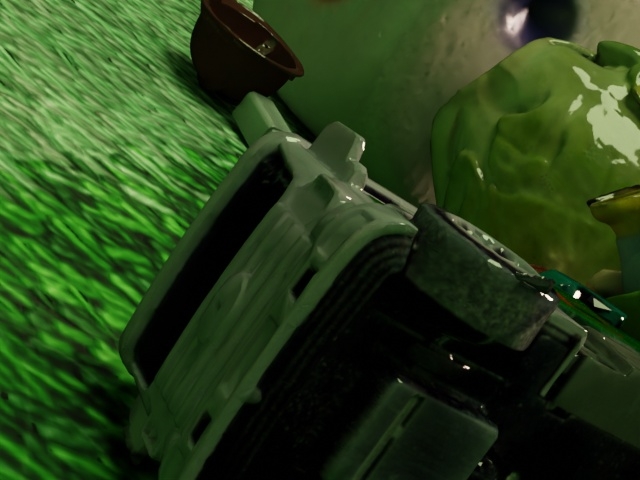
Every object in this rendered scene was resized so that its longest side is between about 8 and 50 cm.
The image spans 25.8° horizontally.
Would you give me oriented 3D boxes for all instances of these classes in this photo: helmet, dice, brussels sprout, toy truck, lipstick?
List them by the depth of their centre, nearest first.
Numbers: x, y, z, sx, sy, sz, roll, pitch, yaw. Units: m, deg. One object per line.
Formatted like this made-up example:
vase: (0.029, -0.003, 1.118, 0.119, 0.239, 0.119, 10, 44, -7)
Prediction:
toy truck: (0.088, 0.091, 0.588, 0.363, 0.176, 0.178, 28, 11, -36)
lipstick: (-0.029, -0.060, 0.971, 0.025, 0.025, 0.107, 22, 30, -45)
brussels sprout: (0.195, -0.026, 1.012, 0.244, 0.244, 0.244, 35, 16, -12)
helmet: (-0.065, -0.133, 1.031, 0.089, 0.057, 0.111, 25, 21, -31)
dice: (0.134, -0.181, 1.214, 0.304, 0.277, 0.304, 27, 18, -33)

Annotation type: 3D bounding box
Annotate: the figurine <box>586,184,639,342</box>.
figurine: (0.234, 0.090, 0.803, 0.143, 0.162, 0.263, -18, 91, -43)

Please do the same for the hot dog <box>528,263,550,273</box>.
hot dog: (0.107, 0.059, 0.822, 0.123, 0.093, 0.261, 35, 16, -10)
